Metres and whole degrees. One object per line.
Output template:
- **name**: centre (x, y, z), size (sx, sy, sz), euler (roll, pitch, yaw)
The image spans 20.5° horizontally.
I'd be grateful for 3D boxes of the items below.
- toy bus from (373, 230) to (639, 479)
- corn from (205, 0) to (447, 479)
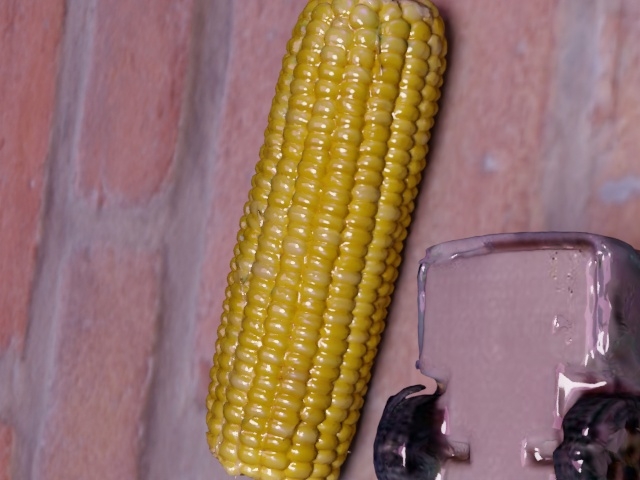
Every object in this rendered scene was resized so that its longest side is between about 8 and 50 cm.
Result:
- **toy bus**: centre (0.098, 0.160, 0.660), size (0.112, 0.138, 0.317), euler (-2, 80, 45)
- **corn**: centre (0.000, 0.000, 0.849), size (0.081, 0.081, 0.248), euler (21, 100, 50)
